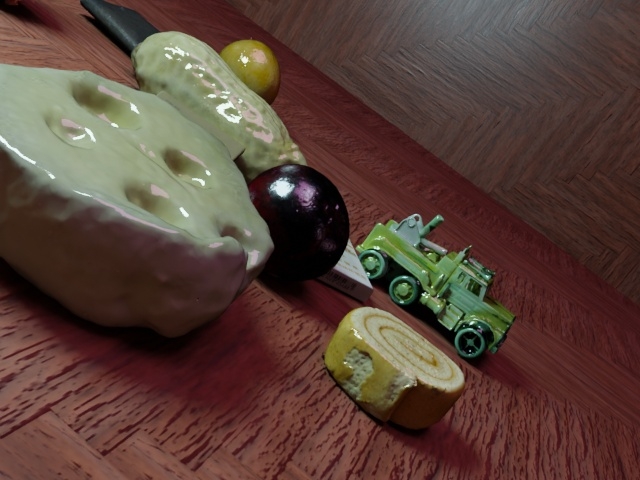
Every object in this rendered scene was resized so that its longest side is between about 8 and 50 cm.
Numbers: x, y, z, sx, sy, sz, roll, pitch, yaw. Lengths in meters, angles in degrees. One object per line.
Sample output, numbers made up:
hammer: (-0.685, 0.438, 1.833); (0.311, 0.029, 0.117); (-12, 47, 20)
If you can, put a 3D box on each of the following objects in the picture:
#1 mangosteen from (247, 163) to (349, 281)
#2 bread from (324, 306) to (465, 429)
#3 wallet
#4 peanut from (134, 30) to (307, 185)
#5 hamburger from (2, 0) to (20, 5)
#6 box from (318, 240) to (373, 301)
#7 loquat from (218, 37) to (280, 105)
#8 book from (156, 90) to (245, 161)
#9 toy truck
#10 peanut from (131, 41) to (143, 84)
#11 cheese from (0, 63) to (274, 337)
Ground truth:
mangosteen: (-0.041, -0.020, 0.954); (0.152, 0.152, 0.152); (32, 17, -11)
bread: (0.076, 0.143, 0.837); (0.149, 0.073, 0.122); (38, 22, 16)
wallet: (-0.315, -0.357, 1.481); (0.321, 0.044, 0.170); (44, 19, 17)
peanut: (-0.147, -0.168, 1.106); (0.313, 0.152, 0.152); (43, 17, 4)
hamburger: (-0.473, -0.463, 1.221); (0.137, 0.175, 0.175); (-21, 55, -43)
box: (0.000, 0.001, 1.129); (0.122, 0.032, 0.220); (27, 19, -25)
loquat: (-0.148, -0.336, 1.565); (0.163, 0.137, 0.163); (-10, 90, -72)
book: (-0.194, -0.108, 0.951); (0.138, 0.016, 0.198); (35, 40, 1)
toy truck: (0.190, 0.058, 1.172); (0.259, 0.135, 0.128); (43, 18, 13)
peanut: (-0.262, -0.277, 1.288); (0.104, 0.085, 0.228); (22, 20, -30)
cheese: (-0.186, -0.047, 0.734); (0.318, 0.115, 0.326); (38, 23, 11)
